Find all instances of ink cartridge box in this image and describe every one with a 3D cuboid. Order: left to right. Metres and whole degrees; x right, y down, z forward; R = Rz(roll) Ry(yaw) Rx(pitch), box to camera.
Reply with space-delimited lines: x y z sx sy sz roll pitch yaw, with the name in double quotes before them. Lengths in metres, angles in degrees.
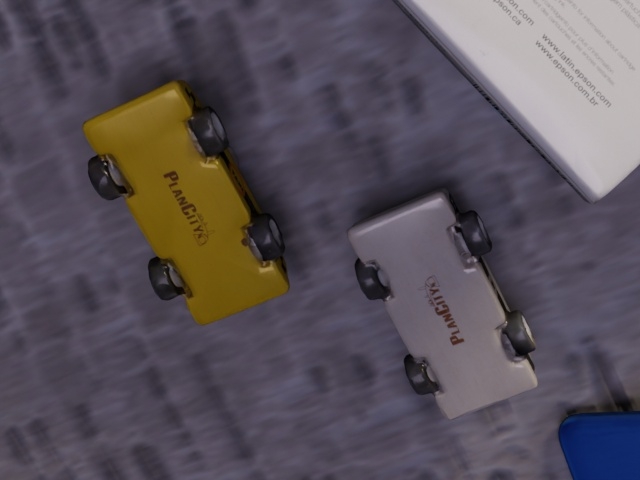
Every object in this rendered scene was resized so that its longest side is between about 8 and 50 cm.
"ink cartridge box" 0.181 -0.250 0.914 0.330 0.071 0.324 -43 91 4

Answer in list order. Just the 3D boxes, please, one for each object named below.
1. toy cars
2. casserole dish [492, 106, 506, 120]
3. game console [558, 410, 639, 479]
"toy cars" 0.000 0.000 1.098 0.393 0.087 0.176 22 116 -9
"casserole dish" 0.146 -0.164 1.045 0.114 0.037 0.188 -38 104 17
"game console" 0.378 0.226 1.195 0.250 0.173 0.293 -29 111 -19
